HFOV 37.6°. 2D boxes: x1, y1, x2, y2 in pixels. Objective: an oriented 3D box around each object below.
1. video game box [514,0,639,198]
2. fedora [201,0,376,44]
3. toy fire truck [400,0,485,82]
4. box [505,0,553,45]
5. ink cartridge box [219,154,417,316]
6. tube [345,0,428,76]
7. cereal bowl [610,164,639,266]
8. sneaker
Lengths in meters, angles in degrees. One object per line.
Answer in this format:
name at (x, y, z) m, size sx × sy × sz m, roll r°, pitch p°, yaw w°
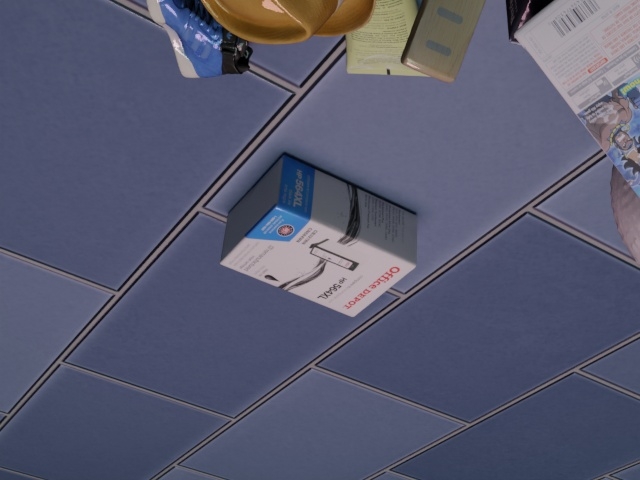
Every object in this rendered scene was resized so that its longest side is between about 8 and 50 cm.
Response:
video game box at (0.274, -0.138, 0.671) m, size 0.205 × 0.048 × 0.187 m, roll -36°, pitch 90°, yaw 42°
fedora at (-0.048, -0.230, 0.837) m, size 0.194 × 0.079 × 0.194 m, roll 21°, pitch 155°, yaw 11°
toy fire truck at (0.058, -0.261, 0.691) m, size 0.217 × 0.246 × 0.158 m, roll 7°, pitch 142°, yaw -4°
box at (0.226, -0.270, 0.743) m, size 0.108 × 0.153 × 0.207 m, roll 9°, pitch 142°, yaw -6°
ink cartridge box at (0.000, 0.000, 1.174) m, size 0.203 × 0.086 × 0.148 m, roll 23°, pitch 139°, yaw -22°
tube at (0.052, -0.239, 0.884) m, size 0.062 × 0.070 × 0.240 m, roll -36°, pitch 146°, yaw -13°
cereal bowl at (0.377, -0.106, 0.808) m, size 0.141 × 0.339 × 0.339 m, roll 34°, pitch 135°, yaw -16°
sneaker at (-0.111, -0.216, 0.919) m, size 0.084 × 0.058 × 0.152 m, roll 1°, pitch 147°, yaw 13°
